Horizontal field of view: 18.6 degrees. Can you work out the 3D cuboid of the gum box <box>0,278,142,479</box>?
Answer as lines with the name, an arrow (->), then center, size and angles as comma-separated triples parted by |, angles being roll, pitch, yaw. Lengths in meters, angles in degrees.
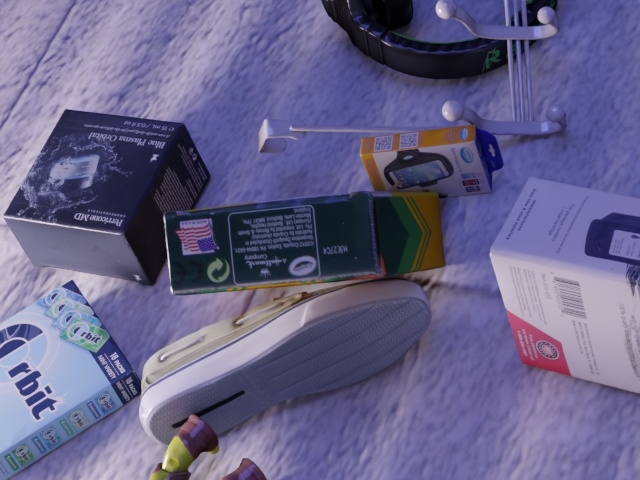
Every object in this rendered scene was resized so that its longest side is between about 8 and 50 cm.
gum box -> -0.292, 0.144, 1.984 | 0.184, 0.041, 0.157 | -33, 47, -8

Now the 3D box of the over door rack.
over door rack -> 0.086, -0.220, 2.026 | 0.324, 0.108, 0.239 | -3, 74, 3

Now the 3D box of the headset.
headset -> 0.082, -0.342, 2.169 | 0.394, 0.185, 0.243 | 36, 68, 27

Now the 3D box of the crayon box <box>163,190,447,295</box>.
crayon box -> 0.000, 0.000, 1.884 | 0.202, 0.318, 0.081 | -6, 90, 17

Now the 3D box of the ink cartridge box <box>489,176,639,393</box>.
ink cartridge box -> 0.290, 0.052, 1.756 | 0.237, 0.172, 0.100 | 13, 55, 28

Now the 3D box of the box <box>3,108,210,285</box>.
box -> -0.226, -0.048, 2.092 | 0.156, 0.093, 0.158 | 8, 55, 26

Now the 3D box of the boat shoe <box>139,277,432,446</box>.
boat shoe -> -0.042, 0.097, 1.889 | 0.302, 0.109, 0.094 | -22, 45, 4

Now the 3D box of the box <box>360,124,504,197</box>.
box -> 0.116, -0.077, 1.996 | 0.136, 0.081, 0.028 | -5, 50, 17

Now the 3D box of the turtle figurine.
turtle figurine -> -0.168, 0.260, 1.805 | 0.269, 0.087, 0.217 | 31, 66, 38
